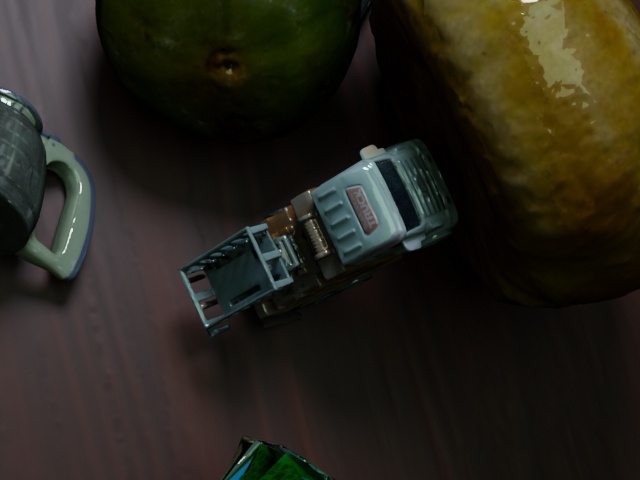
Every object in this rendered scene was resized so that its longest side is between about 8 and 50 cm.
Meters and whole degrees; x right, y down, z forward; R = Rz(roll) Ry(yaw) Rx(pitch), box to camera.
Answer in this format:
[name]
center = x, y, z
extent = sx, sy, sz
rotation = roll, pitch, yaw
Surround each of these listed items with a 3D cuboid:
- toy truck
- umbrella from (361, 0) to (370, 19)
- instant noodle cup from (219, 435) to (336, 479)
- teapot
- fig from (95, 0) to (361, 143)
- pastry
[toy truck]
center = 0.000, -0.001, 1.107
extent = 0.115, 0.178, 0.080
rotation = -17, 80, -50
[umbrella]
center = 0.017, -0.182, 1.247
extent = 0.036, 0.031, 0.133
rotation = 31, 69, -9
[instant noodle cup]
center = -0.027, 0.268, 1.021
extent = 0.240, 0.240, 0.178
rotation = 46, 71, -1
[teapot]
center = -0.224, -0.050, 1.105
extent = 0.149, 0.111, 0.108
rotation = 20, 58, -5
[fig]
center = -0.053, -0.187, 1.167
extent = 0.195, 0.195, 0.245
rotation = 35, 39, -6
[pastry]
center = 0.141, -0.110, 1.104
extent = 0.164, 0.356, 0.356
rotation = -22, 83, -2
